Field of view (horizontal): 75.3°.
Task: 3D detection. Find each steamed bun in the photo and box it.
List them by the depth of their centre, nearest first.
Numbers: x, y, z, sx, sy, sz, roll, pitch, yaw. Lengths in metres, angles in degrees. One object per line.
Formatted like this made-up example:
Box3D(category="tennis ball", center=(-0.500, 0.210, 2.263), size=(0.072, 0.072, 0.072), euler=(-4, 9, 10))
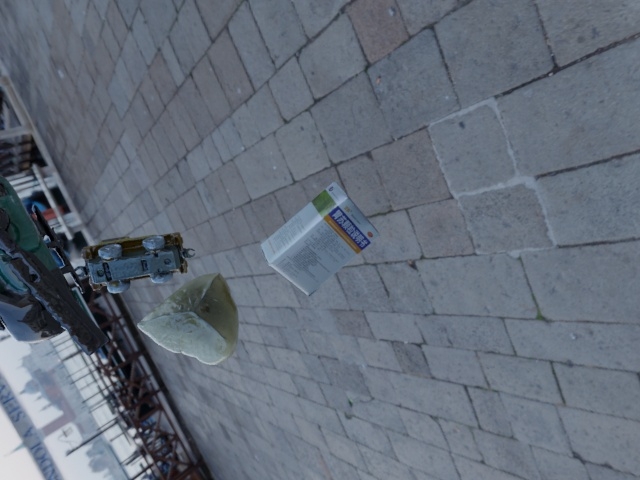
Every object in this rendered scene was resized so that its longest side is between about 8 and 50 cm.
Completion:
Box3D(category="steamed bun", center=(-0.277, 0.186, 0.990), size=(0.212, 0.231, 0.110), euler=(41, 149, 11))

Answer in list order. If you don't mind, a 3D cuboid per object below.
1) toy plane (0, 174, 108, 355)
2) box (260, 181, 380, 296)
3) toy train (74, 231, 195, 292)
Box3D(category="toy plane", center=(-0.354, -0.033, 0.440), size=(0.382, 0.106, 0.155), euler=(61, 148, 1))
Box3D(category="box", center=(0.000, 0.000, 1.246), size=(0.200, 0.299, 0.106), euler=(44, -172, -40))
Box3D(category="toy train", center=(-0.361, 0.033, 0.820), size=(0.127, 0.219, 0.089), euler=(-135, 37, -63))
